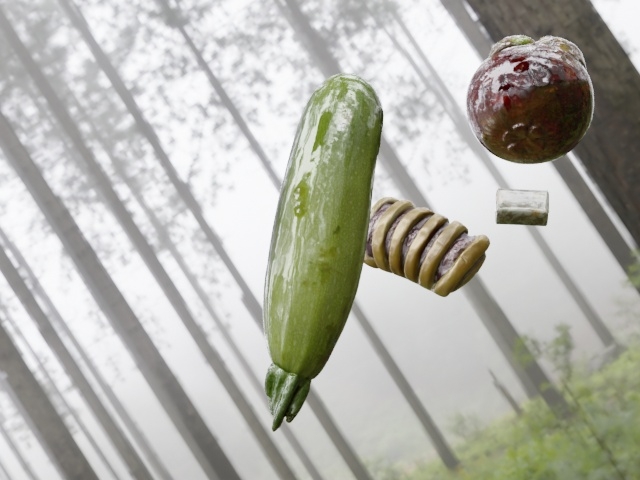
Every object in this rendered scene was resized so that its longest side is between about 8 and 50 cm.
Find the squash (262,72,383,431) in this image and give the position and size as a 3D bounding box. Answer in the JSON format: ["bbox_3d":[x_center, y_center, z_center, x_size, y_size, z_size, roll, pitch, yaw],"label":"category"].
[{"bbox_3d":[0.000,0.000,0.868,0.094,0.094,0.341,140,144,-70],"label":"squash"}]

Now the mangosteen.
[{"bbox_3d":[0.242,-0.182,1.150,0.156,0.181,0.145,-12,-24,35],"label":"mangosteen"}]

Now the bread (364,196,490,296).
[{"bbox_3d":[0.167,0.005,1.642,0.134,0.225,0.081,-57,-31,-16],"label":"bread"}]

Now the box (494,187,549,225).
[{"bbox_3d":[0.370,-0.061,1.797,0.098,0.062,0.045,2,-38,8],"label":"box"}]
